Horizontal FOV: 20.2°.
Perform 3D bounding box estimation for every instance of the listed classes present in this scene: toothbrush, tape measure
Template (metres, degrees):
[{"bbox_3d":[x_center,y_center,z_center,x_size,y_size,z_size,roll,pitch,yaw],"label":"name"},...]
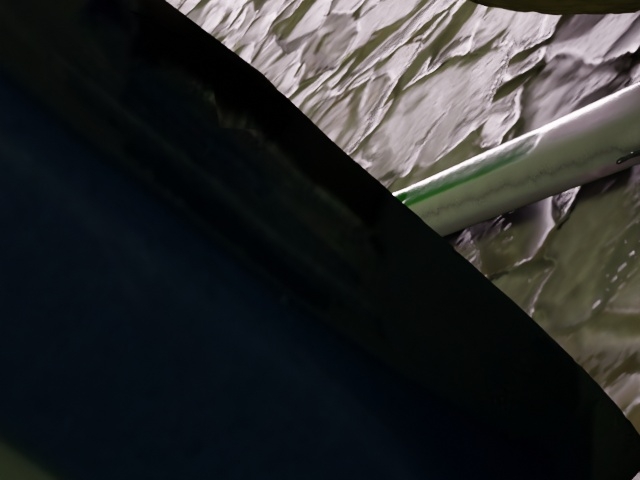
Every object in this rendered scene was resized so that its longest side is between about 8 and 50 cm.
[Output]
[{"bbox_3d":[-0.003,-0.003,0.644,0.418,0.040,0.042,-23,32,47],"label":"toothbrush"},{"bbox_3d":[-0.089,0.036,0.450,0.138,0.259,0.262,-56,23,-17],"label":"tape measure"}]

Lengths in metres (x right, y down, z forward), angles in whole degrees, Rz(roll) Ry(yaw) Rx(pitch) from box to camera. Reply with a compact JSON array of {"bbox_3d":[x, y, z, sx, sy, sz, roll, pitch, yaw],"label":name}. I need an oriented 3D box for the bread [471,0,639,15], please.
[{"bbox_3d":[0.079,-0.228,0.536,0.237,0.320,0.320,4,53,37],"label":"bread"}]
